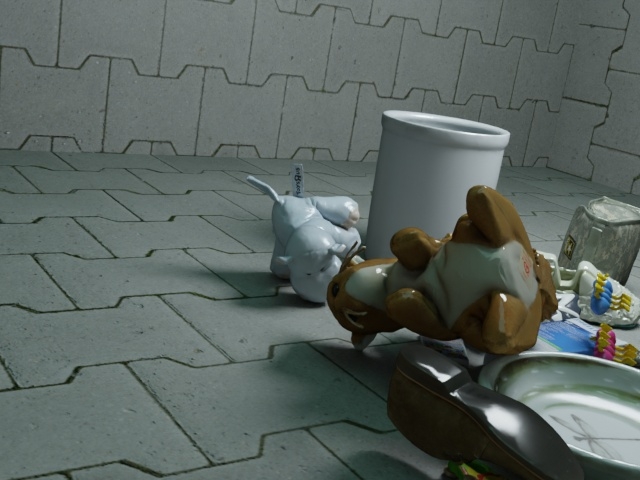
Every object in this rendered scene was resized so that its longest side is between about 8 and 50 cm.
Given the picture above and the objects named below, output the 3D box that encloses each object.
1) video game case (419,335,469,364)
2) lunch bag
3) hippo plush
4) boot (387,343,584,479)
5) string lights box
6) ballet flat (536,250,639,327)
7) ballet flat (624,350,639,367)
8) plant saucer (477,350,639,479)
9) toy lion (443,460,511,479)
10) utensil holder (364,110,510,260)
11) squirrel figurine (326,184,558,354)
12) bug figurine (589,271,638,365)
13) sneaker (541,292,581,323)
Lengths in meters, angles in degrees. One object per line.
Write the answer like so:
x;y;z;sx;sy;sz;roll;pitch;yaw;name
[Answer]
0.244;0.212;1.655;0.087;0.011;0.122;10;15;0;video game case
0.720;0.026;2.172;0.169;0.235;0.287;24;21;29;lunch bag
0.000;0.000;1.835;0.234;0.294;0.236;-16;29;-9;hippo plush
0.218;0.269;1.157;0.305;0.115;0.112;33;22;35;boot
0.461;0.219;1.630;0.260;0.076;0.133;-2;19;-34;string lights box
0.576;0.102;2.004;0.409;0.146;0.147;12;16;14;ballet flat
0.606;0.225;1.741;0.173;0.049;0.057;16;18;25;ballet flat
0.438;0.296;1.299;0.401;0.100;0.400;8;16;-2;plant saucer
0.232;0.339;1.167;0.096;0.034;0.100;12;14;-14;toy lion
0.291;-0.120;2.177;0.328;0.385;0.327;8;16;-2;utensil holder
0.217;0.097;1.540;0.371;0.280;0.397;-17;-14;32;squirrel figurine
0.598;0.196;1.591;0.279;0.072;0.216;39;46;-6;bug figurine
0.503;0.148;1.881;0.153;0.094;0.235;4;16;-23;sneaker
